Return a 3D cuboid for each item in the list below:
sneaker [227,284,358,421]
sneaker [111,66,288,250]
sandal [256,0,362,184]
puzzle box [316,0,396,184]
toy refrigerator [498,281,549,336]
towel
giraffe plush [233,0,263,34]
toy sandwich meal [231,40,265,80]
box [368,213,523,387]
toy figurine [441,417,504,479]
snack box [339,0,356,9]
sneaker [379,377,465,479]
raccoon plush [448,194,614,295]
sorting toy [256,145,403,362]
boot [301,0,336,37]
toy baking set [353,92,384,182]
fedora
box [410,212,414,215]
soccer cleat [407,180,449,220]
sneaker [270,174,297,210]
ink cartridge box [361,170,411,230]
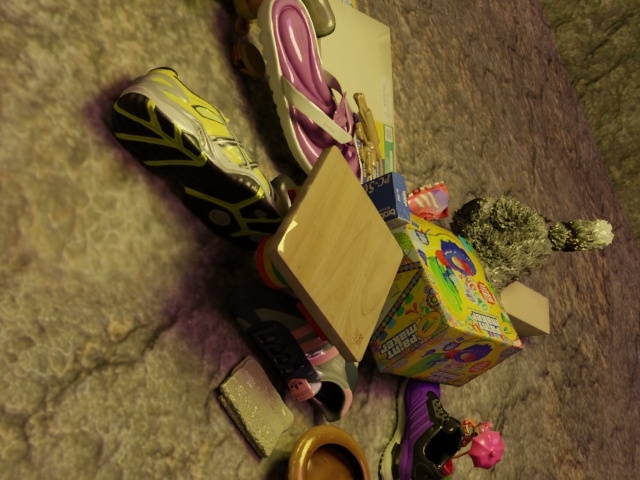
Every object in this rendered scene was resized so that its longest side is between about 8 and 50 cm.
[{"bbox_3d":[-0.040,0.194,1.410,0.319,0.112,0.131,40,41,-34],"label":"sneaker"},{"bbox_3d":[-0.165,-0.134,1.382,0.384,0.145,0.147,49,40,-30],"label":"sneaker"},{"bbox_3d":[-0.005,-0.272,1.588,0.169,0.102,0.416,-39,112,-40],"label":"sandal"},{"bbox_3d":[0.066,-0.303,1.803,0.272,0.052,0.408,10,76,-52],"label":"puzzle box"},{"bbox_3d":[0.498,0.173,2.180,0.269,0.094,0.102,24,61,-45],"label":"toy refrigerator"},{"bbox_3d":[-0.104,0.270,1.358,0.148,0.027,0.110,60,36,-14],"label":"towel"},{"bbox_3d":[-0.147,-0.495,1.609,0.170,0.181,0.210,54,1,-38],"label":"giraffe plush"},{"bbox_3d":[-0.141,-0.351,1.630,0.085,0.029,0.085,41,38,-43],"label":"toy sandwich meal"},{"bbox_3d":[0.217,0.123,1.679,0.290,0.177,0.279,19,41,-48],"label":"box"},{"bbox_3d":[0.307,0.422,1.726,0.130,0.159,0.173,52,37,-24],"label":"toy figurine"},{"bbox_3d":[0.042,-0.577,1.986,0.100,0.037,0.141,25,54,-44],"label":"snack box"},{"bbox_3d":[0.225,0.369,1.652,0.102,0.146,0.293,50,39,-26],"label":"sneaker"},{"bbox_3d":[0.474,0.064,1.954,0.216,0.446,0.299,68,22,-54],"label":"raccoon plush"},{"bbox_3d":[0.009,0.025,1.369,0.255,0.089,0.257,56,42,-29],"label":"sorting toy"},{"bbox_3d":[-0.047,-0.517,1.620,0.246,0.083,0.161,62,0,-5],"label":"boot"},{"bbox_3d":[0.097,-0.174,1.705,0.196,0.030,0.256,-80,157,-48],"label":"toy baking set"},{"bbox_3d":[0.001,0.402,1.387,0.194,0.079,0.194,23,56,-39],"label":"fedora"},{"bbox_3d":[0.184,-0.010,1.868,0.244,0.060,0.100,30,50,-43],"label":"box"},{"bbox_3d":[0.245,-0.081,1.976,0.248,0.083,0.095,-23,96,-58],"label":"soccer cleat"},{"bbox_3d":[0.000,0.000,1.551,0.286,0.130,0.109,61,37,-10],"label":"sneaker"},{"bbox_3d":[0.073,-0.051,1.606,0.046,0.207,0.097,19,58,-48],"label":"ink cartridge box"}]
